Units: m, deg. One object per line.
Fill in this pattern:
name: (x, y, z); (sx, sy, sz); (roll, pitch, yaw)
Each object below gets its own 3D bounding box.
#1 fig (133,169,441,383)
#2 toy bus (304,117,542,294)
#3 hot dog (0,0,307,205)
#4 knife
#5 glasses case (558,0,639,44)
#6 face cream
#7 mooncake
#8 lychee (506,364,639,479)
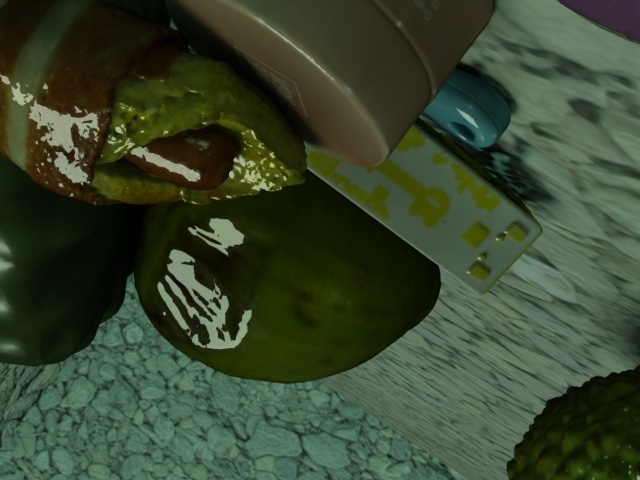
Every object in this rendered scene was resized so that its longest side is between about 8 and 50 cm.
fig: (-0.016, 0.005, 0.944); (0.271, 0.239, 0.239); (14, 179, -24)
toy bus: (0.048, -0.052, 0.786); (0.226, 0.081, 0.074); (37, -165, -26)
hot dog: (-0.134, -0.075, 0.632); (0.261, 0.093, 0.123); (20, 146, 7)
knife: (0.019, -0.141, 0.730); (0.244, 0.032, 0.058); (39, 175, 11)
glasses case: (0.128, -0.124, 0.298); (0.123, 0.076, 0.316); (38, 169, -5)
face cream: (0.005, -0.125, 0.616); (0.149, 0.104, 0.149); (35, 169, 8)
mooncake: (-0.233, -0.074, 0.908); (0.187, 0.351, 0.351); (15, 168, 3)
lychee: (0.268, 0.225, 0.889); (0.270, 0.270, 0.320); (36, 136, 2)
